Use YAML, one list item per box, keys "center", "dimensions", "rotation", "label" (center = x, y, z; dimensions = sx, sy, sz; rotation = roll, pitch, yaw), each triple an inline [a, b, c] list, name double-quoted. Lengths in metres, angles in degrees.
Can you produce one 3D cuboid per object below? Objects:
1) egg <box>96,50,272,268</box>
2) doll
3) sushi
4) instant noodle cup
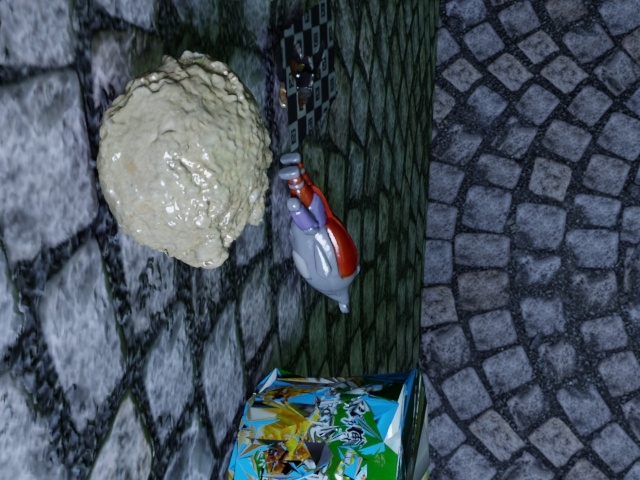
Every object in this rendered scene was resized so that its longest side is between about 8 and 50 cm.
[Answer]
- center: [-0.090, -0.055, 0.582]
  dimensions: [0.116, 0.118, 0.140]
  rotation: [112, -9, -81]
  label: "egg"
- center: [0.000, 0.000, 1.038]
  dimensions: [0.102, 0.075, 0.228]
  rotation: [-86, 160, -52]
  label: "doll"
- center: [-0.023, -0.201, 1.015]
  dimensions: [0.201, 0.031, 0.139]
  rotation: [-58, 148, -58]
  label: "sushi"
- center: [0.015, 0.243, 0.914]
  dimensions: [0.240, 0.178, 0.240]
  rotation: [1, 90, -76]
  label: "instant noodle cup"
